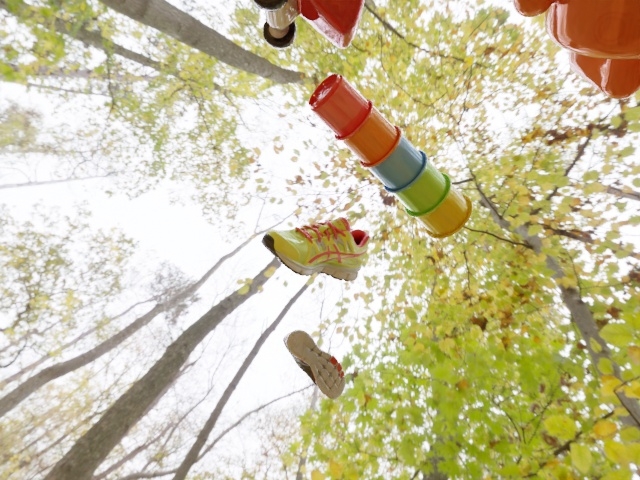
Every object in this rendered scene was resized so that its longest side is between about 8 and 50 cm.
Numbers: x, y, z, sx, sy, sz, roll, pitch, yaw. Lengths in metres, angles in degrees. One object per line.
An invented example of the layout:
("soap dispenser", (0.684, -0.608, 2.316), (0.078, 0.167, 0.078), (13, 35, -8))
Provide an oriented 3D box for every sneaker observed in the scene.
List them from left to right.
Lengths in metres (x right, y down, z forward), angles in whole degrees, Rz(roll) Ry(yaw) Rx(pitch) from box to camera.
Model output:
("sneaker", (-0.013, 0.228, 0.805), (0.061, 0.065, 0.158), (-39, -81, -27))
("sneaker", (0.000, 0.000, 0.650), (0.081, 0.208, 0.094), (42, -71, 37))

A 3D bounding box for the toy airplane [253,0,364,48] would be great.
("toy airplane", (-0.037, -0.545, 0.684), (0.272, 0.386, 0.384), (-24, -48, 1))

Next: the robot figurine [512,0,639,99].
("robot figurine", (0.210, -0.204, 0.258), (0.158, 0.128, 0.219), (15, -36, 35))

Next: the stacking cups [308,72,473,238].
("stacking cups", (0.110, -0.126, 0.669), (0.316, 0.096, 0.096), (38, -75, -26))
